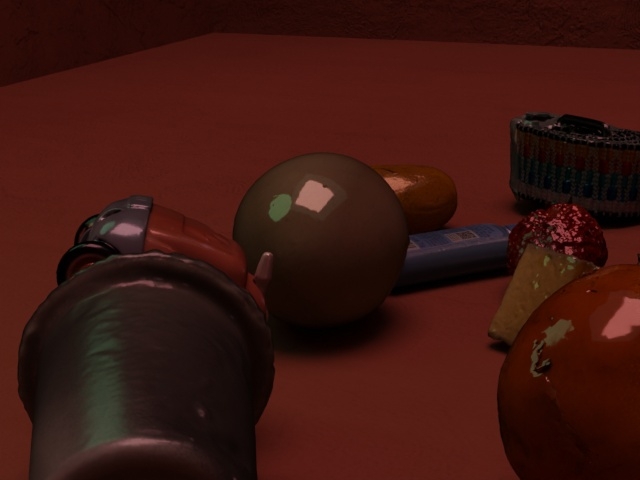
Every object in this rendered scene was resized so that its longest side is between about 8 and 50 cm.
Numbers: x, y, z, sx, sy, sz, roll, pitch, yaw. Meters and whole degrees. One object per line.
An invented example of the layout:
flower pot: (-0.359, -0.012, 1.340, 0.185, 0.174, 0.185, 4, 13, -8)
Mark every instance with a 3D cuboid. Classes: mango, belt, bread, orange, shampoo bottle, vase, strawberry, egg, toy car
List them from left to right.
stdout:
vase: (-0.142, 0.170, 1.205, 0.245, 0.245, 0.291, -4, 22, -7)
toy car: (-0.167, 0.098, 1.436, 0.212, 0.270, 0.180, 15, 10, -7)
egg: (0.000, 0.000, 1.771, 0.219, 0.219, 0.269, 3, 14, 18)
mango: (0.079, -0.060, 2.163, 0.262, 0.109, 0.157, -5, 20, -4)
shampoo bottle: (0.193, 0.015, 1.971, 0.258, 0.061, 0.104, -9, 17, -22)
strawberry: (0.303, 0.016, 1.850, 0.131, 0.131, 0.148, 3, 9, 17)
belt: (0.415, -0.121, 2.254, 0.207, 0.150, 0.257, -3, 15, -34)
bread: (0.321, 0.091, 1.626, 0.178, 0.142, 0.266, -29, 25, -26)
orange: (0.270, 0.139, 1.233, 0.240, 0.240, 0.240, -2, 16, 1)

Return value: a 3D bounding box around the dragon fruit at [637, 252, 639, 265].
dragon fruit: (0.451, 0.031, 1.775, 0.121, 0.130, 0.142, 32, 69, 8)
